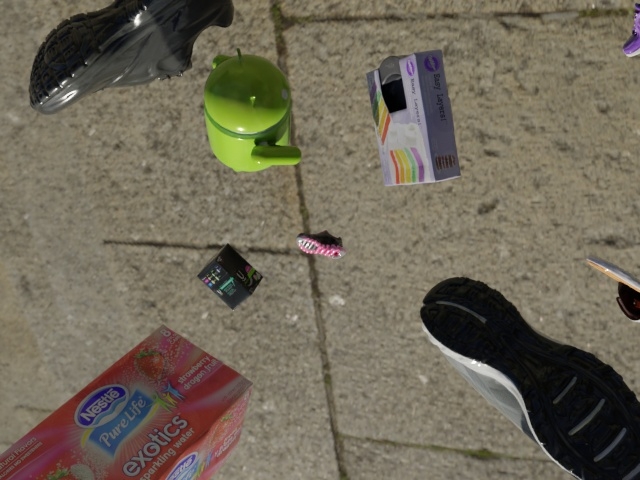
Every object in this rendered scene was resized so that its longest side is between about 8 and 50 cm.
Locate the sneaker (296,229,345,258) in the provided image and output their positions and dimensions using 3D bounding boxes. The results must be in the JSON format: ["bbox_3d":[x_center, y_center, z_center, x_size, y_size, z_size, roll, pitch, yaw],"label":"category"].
[{"bbox_3d":[0.000,0.000,1.717,0.119,0.057,0.047,18,143,-26],"label":"sneaker"}]

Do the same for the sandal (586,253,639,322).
[{"bbox_3d":[0.601,0.110,1.503,0.265,0.102,0.076,27,98,-18],"label":"sandal"}]

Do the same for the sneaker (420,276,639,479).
[{"bbox_3d":[0.217,0.144,0.782,0.271,0.100,0.108,44,171,32],"label":"sneaker"}]

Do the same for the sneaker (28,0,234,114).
[{"bbox_3d":[-0.226,-0.228,0.936,0.286,0.109,0.130,-30,144,16],"label":"sneaker"}]

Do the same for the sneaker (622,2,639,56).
[{"bbox_3d":[0.710,-0.487,1.709,0.071,0.068,0.169,17,127,-8],"label":"sneaker"}]

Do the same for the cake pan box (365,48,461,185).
[{"bbox_3d":[0.186,-0.248,1.602,0.070,0.246,0.266,-12,97,-21],"label":"cake pan box"}]

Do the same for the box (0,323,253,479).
[{"bbox_3d":[-0.232,0.256,0.910,0.154,0.300,0.142,30,131,18],"label":"box"}]

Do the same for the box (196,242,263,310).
[{"bbox_3d":[-0.146,0.058,1.264,0.083,0.062,0.052,44,119,-8],"label":"box"}]

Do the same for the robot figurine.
[{"bbox_3d":[-0.056,-0.098,0.608,0.067,0.101,0.115,-18,159,-11],"label":"robot figurine"}]
